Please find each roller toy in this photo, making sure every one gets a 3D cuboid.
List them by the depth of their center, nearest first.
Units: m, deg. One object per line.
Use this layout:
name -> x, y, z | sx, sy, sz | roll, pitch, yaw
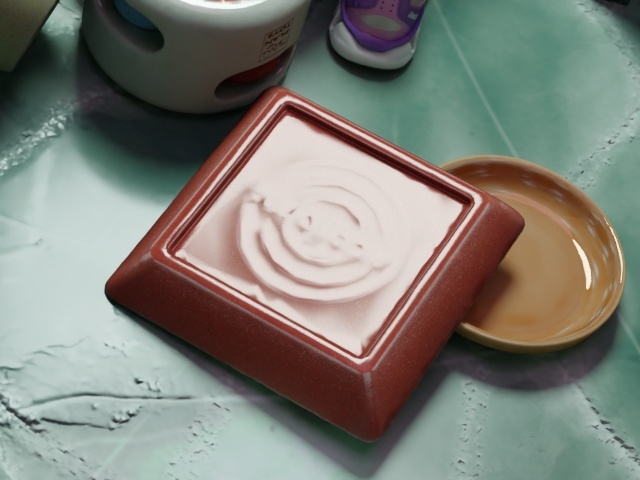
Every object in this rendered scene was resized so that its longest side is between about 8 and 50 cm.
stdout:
roller toy -> -0.101, -0.219, 1.721 | 0.209, 0.146, 0.191 | 9, 53, -9

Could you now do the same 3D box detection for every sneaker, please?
sneaker -> 0.072, -0.270, 1.835 | 0.095, 0.104, 0.236 | 14, 51, -3

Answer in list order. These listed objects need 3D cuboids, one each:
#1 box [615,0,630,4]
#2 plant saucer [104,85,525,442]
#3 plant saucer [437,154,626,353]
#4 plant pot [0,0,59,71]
box -> 0.318, -0.359, 1.884 | 0.044, 0.233, 0.159 | 16, 52, -6
plant saucer -> 0.000, 0.000, 1.615 | 0.258, 0.047, 0.259 | 28, 59, 14
plant saucer -> 0.157, 0.016, 1.685 | 0.200, 0.037, 0.200 | 7, 52, -9
plant pot -> -0.338, -0.266, 1.654 | 0.274, 0.256, 0.256 | 34, 51, -8
